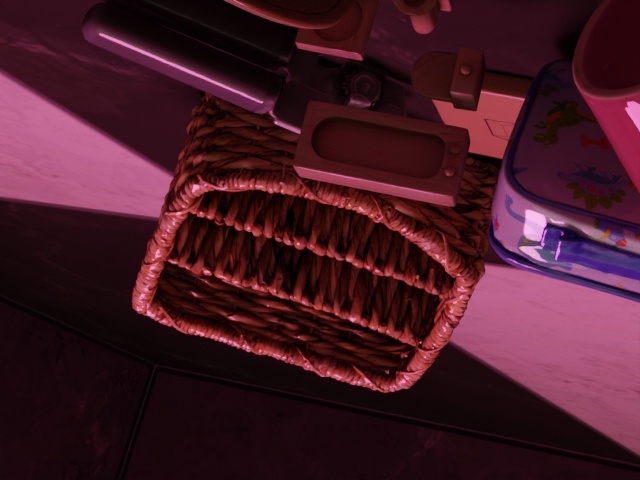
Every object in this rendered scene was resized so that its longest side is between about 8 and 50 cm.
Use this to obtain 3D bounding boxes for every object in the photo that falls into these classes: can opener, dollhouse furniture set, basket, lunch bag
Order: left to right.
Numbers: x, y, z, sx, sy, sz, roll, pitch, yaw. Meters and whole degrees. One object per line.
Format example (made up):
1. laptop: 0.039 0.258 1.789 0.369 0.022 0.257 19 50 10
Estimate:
1. can opener: -0.060 -0.138 1.323 0.283 0.076 0.095 22 166 -16
2. basket: 0.000 0.000 1.509 0.299 0.223 0.213 20 168 -10
3. dollhouse furniture set: 0.034 -0.124 1.080 0.144 0.151 0.123 12 167 13
4. lunch bag: 0.234 -0.033 1.133 0.219 0.176 0.090 15 136 8

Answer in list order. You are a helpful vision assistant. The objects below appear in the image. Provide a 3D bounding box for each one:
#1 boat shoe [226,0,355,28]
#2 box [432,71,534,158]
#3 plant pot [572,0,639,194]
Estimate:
1. boat shoe: -0.102 -0.220 0.984 0.285 0.105 0.089 31 169 -15
2. box: 0.195 -0.091 1.317 0.201 0.021 0.164 13 167 20
3. plant pot: 0.253 -0.077 0.946 0.180 0.201 0.201 42 157 -26
